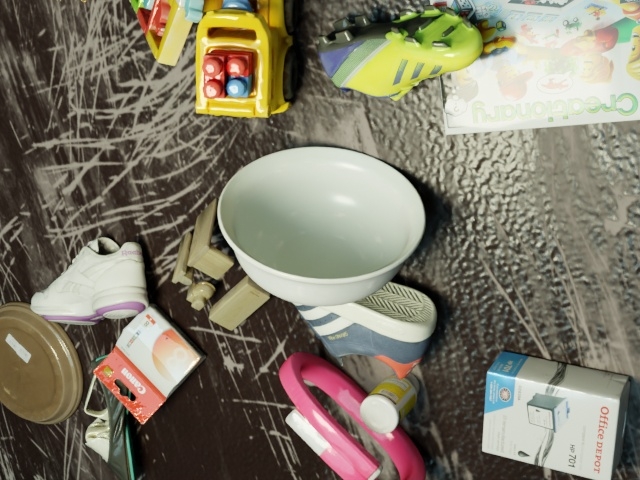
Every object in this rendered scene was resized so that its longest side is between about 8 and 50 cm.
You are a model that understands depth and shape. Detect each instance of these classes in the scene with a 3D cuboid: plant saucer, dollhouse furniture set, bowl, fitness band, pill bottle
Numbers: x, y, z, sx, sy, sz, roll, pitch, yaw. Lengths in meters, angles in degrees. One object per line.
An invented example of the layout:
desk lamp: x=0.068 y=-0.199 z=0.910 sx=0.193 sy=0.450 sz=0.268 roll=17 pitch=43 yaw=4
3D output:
plant saucer: x=-0.614 y=0.263 z=1.847 sx=0.278 sy=0.041 sz=0.277 roll=9 pitch=110 yaw=27
dollhouse furniture set: x=-0.169 y=0.044 z=1.537 sx=0.151 sy=0.123 sz=0.144 roll=32 pitch=126 yaw=-24
bowl: x=0.000 y=0.000 z=1.305 sx=0.298 sy=0.298 sz=0.134 roll=24 pitch=137 yaw=20
fitness band: x=0.048 y=0.292 z=1.393 sx=0.291 sy=0.209 sz=0.054 roll=44 pitch=107 yaw=10
pill bottle: x=0.114 y=0.252 z=1.397 sx=0.065 sy=0.116 sz=0.065 roll=9 pitch=110 yaw=27

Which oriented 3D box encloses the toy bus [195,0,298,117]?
toy bus: x=-0.121 y=-0.281 z=1.276 sx=0.150 sy=0.211 sz=0.220 roll=5 pitch=108 yaw=8

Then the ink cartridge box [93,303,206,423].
ink cartridge box: x=-0.323 y=0.228 z=1.631 sx=0.145 sy=0.045 sz=0.179 roll=44 pitch=92 yaw=10

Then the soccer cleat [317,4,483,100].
soccer cleat: x=0.115 y=-0.249 z=1.217 sx=0.289 sy=0.093 sz=0.121 roll=12 pitch=138 yaw=47

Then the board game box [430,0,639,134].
board game box: x=0.303 y=-0.248 z=1.164 sx=0.305 sy=0.053 sz=0.192 roll=-2 pitch=105 yaw=29

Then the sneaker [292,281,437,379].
sneaker: x=0.011 y=0.110 z=1.405 sx=0.350 sy=0.131 sz=0.148 roll=27 pitch=129 yaw=25

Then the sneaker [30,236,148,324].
sneaker: x=-0.430 y=0.079 z=1.664 sx=0.305 sy=0.114 sz=0.152 roll=-11 pitch=74 yaw=36

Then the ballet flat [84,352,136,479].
ballet flat: x=-0.410 y=0.347 z=1.727 sx=0.096 sy=0.095 sz=0.280 roll=0 pitch=103 yaw=-10

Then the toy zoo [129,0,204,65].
toy zoo: x=-0.224 y=-0.390 z=1.314 sx=0.192 sy=0.030 sz=0.293 roll=-66 pitch=32 yaw=28

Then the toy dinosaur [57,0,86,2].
toy dinosaur: x=-0.432 y=-0.471 z=1.500 sx=0.211 sy=0.064 sz=0.112 roll=43 pitch=104 yaw=-1

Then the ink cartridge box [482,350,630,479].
ink cartridge box: x=0.343 y=0.255 z=1.295 sx=0.191 sy=0.082 sz=0.139 roll=9 pitch=111 yaw=28
